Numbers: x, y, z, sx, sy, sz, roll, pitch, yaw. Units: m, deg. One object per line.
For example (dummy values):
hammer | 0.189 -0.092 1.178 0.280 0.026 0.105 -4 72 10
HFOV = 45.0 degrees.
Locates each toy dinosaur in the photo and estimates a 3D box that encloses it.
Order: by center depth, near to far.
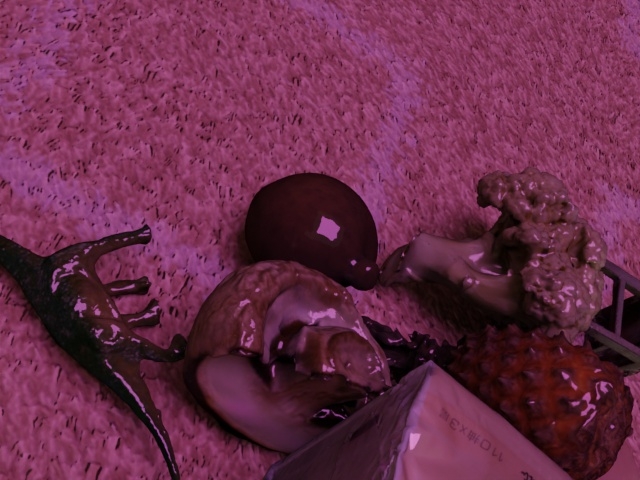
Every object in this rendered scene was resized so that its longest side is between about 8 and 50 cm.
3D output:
toy dinosaur | -0.315 0.080 0.844 0.301 0.087 0.447 -8 65 -33

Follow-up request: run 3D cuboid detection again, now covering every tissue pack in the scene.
tissue pack | 0.146 0.364 0.798 0.405 0.332 0.205 39 43 -7

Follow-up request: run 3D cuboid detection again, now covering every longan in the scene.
longan | 0.000 0.000 1.001 0.204 0.159 0.185 37 16 37

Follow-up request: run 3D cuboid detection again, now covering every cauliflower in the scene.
cauliflower | 0.267 0.027 1.089 0.281 0.260 0.327 24 22 -21

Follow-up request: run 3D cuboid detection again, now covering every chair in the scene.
chair | 0.483 0.157 1.225 0.270 0.136 0.147 30 57 -15

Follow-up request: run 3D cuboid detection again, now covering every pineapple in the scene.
pineapple | 0.181 0.162 0.921 0.175 0.361 0.175 -17 114 -41

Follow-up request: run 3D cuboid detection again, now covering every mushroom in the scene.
mushroom | -0.038 0.132 0.910 0.267 0.189 0.164 25 46 -26

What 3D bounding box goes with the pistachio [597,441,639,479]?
pistachio | 0.297 0.338 0.998 0.226 0.208 0.331 -13 85 12
